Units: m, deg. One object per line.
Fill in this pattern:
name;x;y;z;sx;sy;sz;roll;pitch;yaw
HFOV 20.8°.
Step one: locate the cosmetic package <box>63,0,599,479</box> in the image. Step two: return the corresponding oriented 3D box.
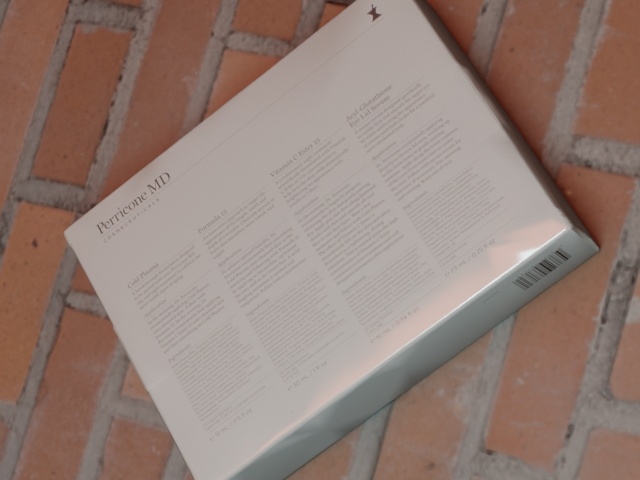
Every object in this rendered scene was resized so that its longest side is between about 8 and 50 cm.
cosmetic package;0.000;0.000;1.474;0.377;0.097;0.284;-37;66;12
